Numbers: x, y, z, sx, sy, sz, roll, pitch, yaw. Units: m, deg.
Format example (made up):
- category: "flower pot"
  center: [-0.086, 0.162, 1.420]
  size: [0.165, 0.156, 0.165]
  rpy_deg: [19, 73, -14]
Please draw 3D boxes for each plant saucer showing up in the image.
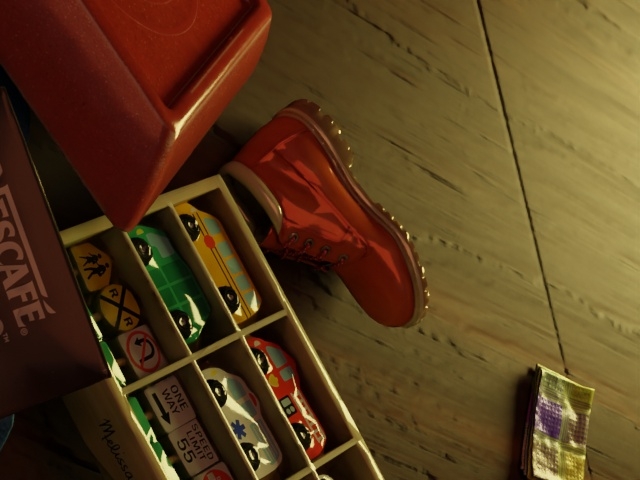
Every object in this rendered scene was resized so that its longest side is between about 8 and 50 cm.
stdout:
- category: "plant saucer"
  center: [-0.121, -0.166, 0.967]
  size: [0.259, 0.048, 0.258]
  rpy_deg: [57, 25, -15]

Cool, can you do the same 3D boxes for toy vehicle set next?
- category: "toy vehicle set"
  center: [-0.053, 0.104, 0.983]
  size: [0.166, 0.035, 0.267]
  rpy_deg: [-26, 87, -54]

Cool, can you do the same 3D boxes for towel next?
- category: "towel"
  center: [0.164, 0.132, 1.231]
  size: [0.060, 0.009, 0.083]
  rpy_deg: [27, 62, -33]

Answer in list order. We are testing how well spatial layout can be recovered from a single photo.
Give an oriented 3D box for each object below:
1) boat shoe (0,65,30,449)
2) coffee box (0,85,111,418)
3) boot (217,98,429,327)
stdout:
- category: "boat shoe"
  center: [-0.206, -0.011, 0.898]
  size: [0.109, 0.089, 0.258]
  rpy_deg: [9, 78, -26]
- category: "coffee box"
  center: [-0.235, 0.037, 0.781]
  size: [0.246, 0.098, 0.141]
  rpy_deg: [-21, 93, -15]
- category: "boot"
  center: [0.000, 0.000, 1.096]
  size: [0.084, 0.059, 0.158]
  rpy_deg: [-39, 97, -37]
